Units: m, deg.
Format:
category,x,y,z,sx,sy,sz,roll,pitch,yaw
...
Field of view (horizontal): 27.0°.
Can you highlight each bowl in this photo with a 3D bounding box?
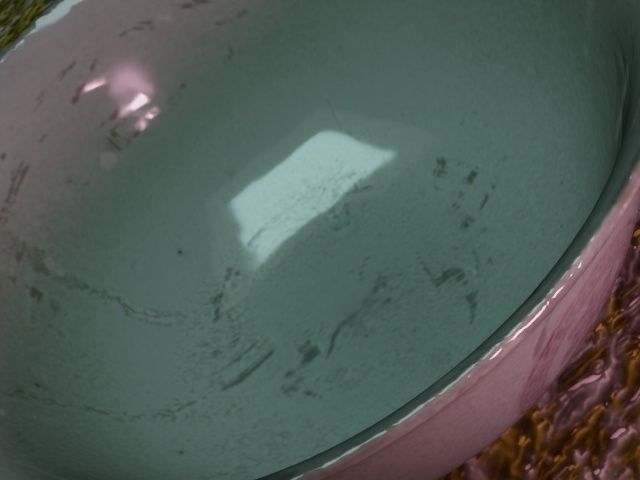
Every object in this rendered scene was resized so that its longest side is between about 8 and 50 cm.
category,x,y,z,sx,sy,sz,roll,pitch,yaw
bowl,0.000,0.000,0.707,0.435,0.196,0.434,-18,44,18
